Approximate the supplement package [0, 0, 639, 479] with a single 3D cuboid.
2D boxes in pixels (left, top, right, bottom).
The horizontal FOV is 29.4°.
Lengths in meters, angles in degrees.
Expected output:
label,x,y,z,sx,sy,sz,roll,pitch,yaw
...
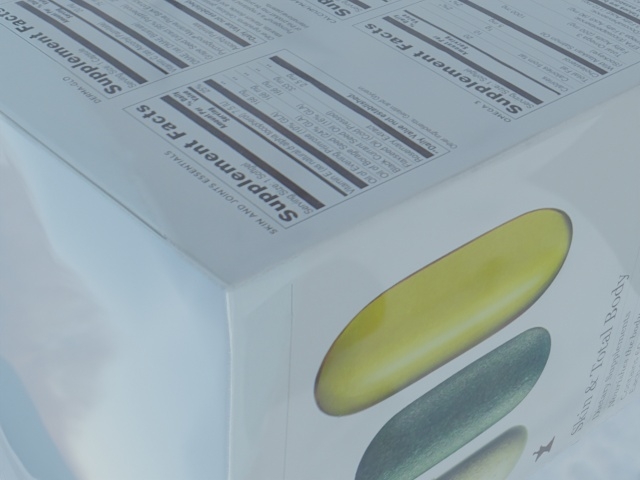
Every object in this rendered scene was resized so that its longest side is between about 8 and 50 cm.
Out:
label,x,y,z,sx,sy,sz,roll,pitch,yaw
supplement package,0.000,0.000,0.509,0.198,0.263,0.199,35,136,35
